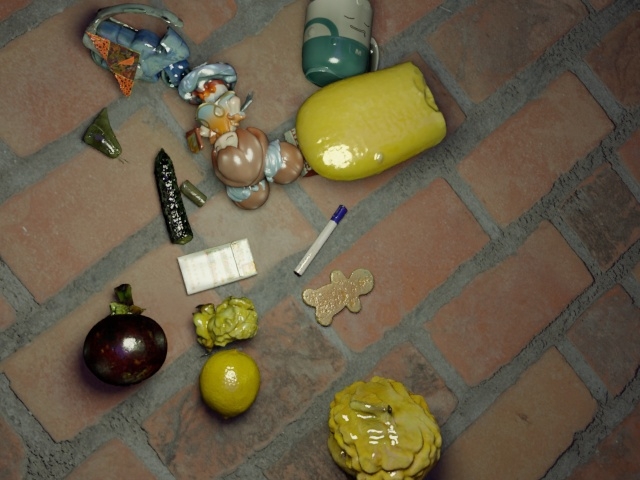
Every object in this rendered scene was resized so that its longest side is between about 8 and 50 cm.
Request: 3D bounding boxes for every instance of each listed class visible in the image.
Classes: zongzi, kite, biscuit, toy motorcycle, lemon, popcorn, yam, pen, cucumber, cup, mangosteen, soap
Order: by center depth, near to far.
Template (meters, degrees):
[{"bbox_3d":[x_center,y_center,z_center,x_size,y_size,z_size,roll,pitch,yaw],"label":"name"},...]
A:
[{"bbox_3d":[-0.551,0.263,1.667,0.231,0.231,0.290,-9,80,-12],"label":"mangosteen"},{"bbox_3d":[-0.567,-0.520,1.711,0.125,0.008,0.222,-15,124,20],"label":"kite"},{"bbox_3d":[-0.265,0.417,1.729,0.178,0.178,0.203,9,84,-10],"label":"lemon"},{"bbox_3d":[0.171,0.589,1.740,0.348,0.349,0.382,16,119,-9],"label":"popcorn"},{"bbox_3d":[-0.280,0.248,1.749,0.194,0.168,0.174,-12,107,-6],"label":"popcorn"},{"bbox_3d":[-0.531,-0.569,1.759,0.318,0.241,0.182,12,75,-11],"label":"toy motorcycle"},{"bbox_3d":[0.137,-0.347,1.770,0.426,0.115,0.306,-20,87,-5],"label":"soap"},{"bbox_3d":[-0.625,-0.317,1.807,0.154,0.062,0.131,32,67,-12],"label":"zongzi"},{"bbox_3d":[-0.455,-0.134,1.808,0.072,0.072,0.300,-14,87,-12],"label":"cucumber"},{"bbox_3d":[-0.393,-0.145,1.835,0.094,0.043,0.043,40,78,-6],"label":"yam"},{"bbox_3d":[0.067,0.169,1.894,0.234,0.030,0.153,-33,91,-13],"label":"biscuit"},{"bbox_3d":[0.000,0.000,1.899,0.033,0.033,0.269,36,78,-5],"label":"pen"},{"bbox_3d":[0.075,-0.617,1.906,0.289,0.219,0.258,12,81,-42],"label":"cup"}]

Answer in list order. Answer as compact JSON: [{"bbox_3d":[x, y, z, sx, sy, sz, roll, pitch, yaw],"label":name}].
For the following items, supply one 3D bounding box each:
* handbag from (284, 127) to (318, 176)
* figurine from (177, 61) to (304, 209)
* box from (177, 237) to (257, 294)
[{"bbox_3d":[0.044,-0.321,1.893,0.297,0.151,0.171,-19,85,-6],"label":"handbag"},{"bbox_3d":[-0.254,-0.304,1.772,0.248,0.276,0.388,-6,67,-53],"label":"figurine"},{"bbox_3d":[-0.316,0.079,1.828,0.220,0.032,0.122,-17,87,-12],"label":"box"}]
